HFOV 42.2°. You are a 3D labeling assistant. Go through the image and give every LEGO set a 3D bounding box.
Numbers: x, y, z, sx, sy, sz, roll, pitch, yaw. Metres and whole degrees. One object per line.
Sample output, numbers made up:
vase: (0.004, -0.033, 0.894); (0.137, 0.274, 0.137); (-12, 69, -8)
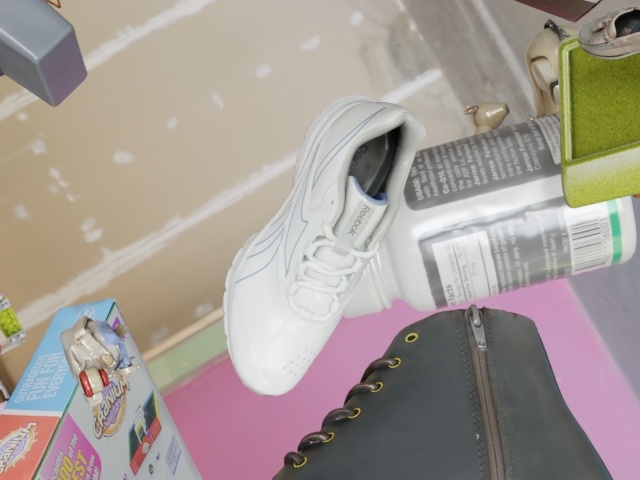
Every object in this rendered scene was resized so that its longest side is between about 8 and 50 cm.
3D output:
LEGO set: (-0.391, 0.114, 0.947); (0.132, 0.107, 0.287); (52, 156, 17)

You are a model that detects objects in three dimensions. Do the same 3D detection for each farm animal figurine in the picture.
farm animal figurine: (0.337, -0.178, 1.232); (0.172, 0.331, 0.326); (-108, 14, -48)

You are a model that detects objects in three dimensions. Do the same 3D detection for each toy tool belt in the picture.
toy tool belt: (-0.155, 0.082, 0.601); (0.083, 0.051, 0.052); (28, 133, 58)

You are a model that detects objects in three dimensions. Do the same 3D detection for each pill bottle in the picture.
pill bottle: (0.184, -0.026, 1.042); (0.204, 0.361, 0.204); (-14, -90, -83)

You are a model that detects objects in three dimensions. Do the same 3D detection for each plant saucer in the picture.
plant saucer: (0.293, -0.140, 0.779); (0.188, 0.045, 0.188); (-16, 68, 52)

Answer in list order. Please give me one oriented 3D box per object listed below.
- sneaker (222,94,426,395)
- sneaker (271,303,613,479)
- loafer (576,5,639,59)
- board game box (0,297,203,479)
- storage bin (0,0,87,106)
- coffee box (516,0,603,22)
sneaker: (0.000, 0.000, 0.742); (0.111, 0.297, 0.129); (23, 176, -19)
sneaker: (0.006, 0.101, 0.349); (0.083, 0.222, 0.118); (99, 161, -52)
loafer: (0.259, -0.176, 0.679); (0.039, 0.045, 0.125); (31, 174, -34)
board game box: (-0.197, 0.253, 0.796); (0.242, 0.064, 0.316); (-83, -21, -58)
storage bin: (-0.294, -0.207, 0.859); (0.091, 0.098, 0.135); (38, 162, 4)
coffee box: (0.044, -0.214, 0.377); (0.098, 0.247, 0.141); (140, 143, -66)
